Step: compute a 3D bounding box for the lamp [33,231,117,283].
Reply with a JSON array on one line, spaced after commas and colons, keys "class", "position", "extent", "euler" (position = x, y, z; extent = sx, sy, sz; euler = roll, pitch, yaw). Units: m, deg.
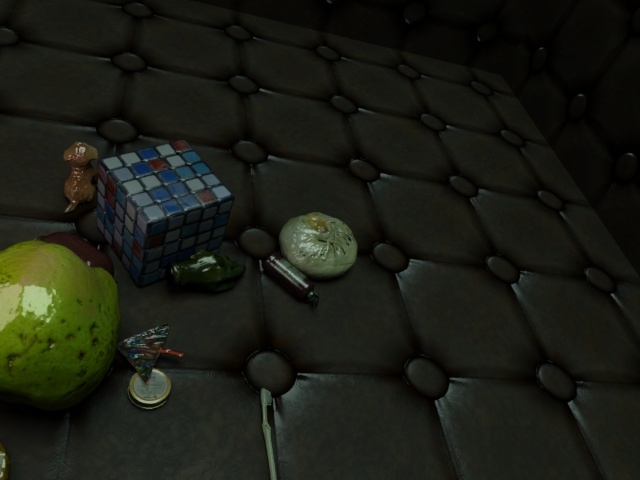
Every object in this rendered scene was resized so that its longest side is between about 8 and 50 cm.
[{"class": "lamp", "position": [-0.678, 0.080, 1.493], "extent": [0.258, 0.180, 0.180], "euler": [31, 43, 8]}]

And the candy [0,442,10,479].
[{"class": "candy", "position": [-0.754, 0.481, 1.089], "extent": [0.260, 0.118, 0.259], "euler": [15, 43, -14]}]

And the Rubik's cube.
[{"class": "Rubik's cube", "position": [-0.472, -0.086, 1.659], "extent": [0.293, 0.291, 0.287], "euler": [-24, 61, -37]}]

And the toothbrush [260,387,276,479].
[{"class": "toothbrush", "position": [-0.131, 0.510, 1.408], "extent": [0.028, 0.026, 0.294], "euler": [20, 40, -28]}]

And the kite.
[{"class": "kite", "position": [-0.455, 0.292, 1.463], "extent": [0.189, 0.009, 0.232], "euler": [7, 31, 0]}]

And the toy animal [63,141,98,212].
[{"class": "toy animal", "position": [-0.755, -0.203, 1.724], "extent": [0.104, 0.185, 0.183], "euler": [17, 43, -10]}]

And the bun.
[{"class": "bun", "position": [0.000, 0.000, 1.892], "extent": [0.288, 0.146, 0.287], "euler": [15, 42, -14]}]

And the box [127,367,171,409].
[{"class": "box", "position": [-0.432, 0.374, 1.399], "extent": [0.106, 0.037, 0.105], "euler": [12, 43, -12]}]

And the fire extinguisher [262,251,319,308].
[{"class": "fire extinguisher", "position": [-0.087, 0.135, 1.764], "extent": [0.231, 0.071, 0.099], "euler": [39, 26, 16]}]

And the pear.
[{"class": "pear", "position": [-0.639, 0.181, 1.249], "extent": [0.392, 0.391, 0.390], "euler": [13, 44, -12]}]

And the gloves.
[{"class": "gloves", "position": [-0.335, 0.091, 1.668], "extent": [0.268, 0.107, 0.135], "euler": [-7, 90, -47]}]
